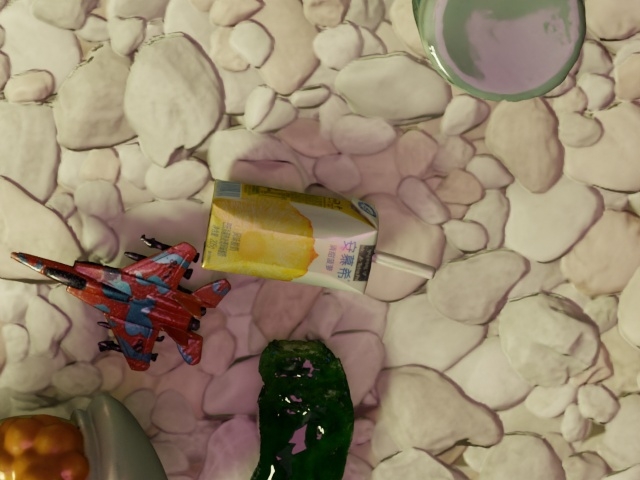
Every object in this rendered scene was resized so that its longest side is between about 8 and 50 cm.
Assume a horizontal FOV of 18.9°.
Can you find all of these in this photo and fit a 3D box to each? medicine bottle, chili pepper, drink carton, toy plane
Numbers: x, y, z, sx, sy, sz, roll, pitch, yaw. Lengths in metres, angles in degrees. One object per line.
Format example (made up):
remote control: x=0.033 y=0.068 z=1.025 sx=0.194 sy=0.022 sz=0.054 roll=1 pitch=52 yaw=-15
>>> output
medicine bottle: x=0.140 y=-0.194 z=1.561 sx=0.135 sy=0.168 sz=0.135 roll=0 pitch=108 yaw=-1
chili pepper: x=-0.021 y=0.198 z=1.749 sx=0.098 sy=0.061 sz=0.224 roll=3 pitch=107 yaw=-9
drink carton: x=0.000 y=0.000 z=1.674 sx=0.200 sy=0.074 sz=0.084 roll=10 pitch=109 yaw=-5
toy plane: x=-0.180 y=0.042 z=1.694 sx=0.189 sy=0.061 sz=0.130 roll=23 pitch=108 yaw=-4

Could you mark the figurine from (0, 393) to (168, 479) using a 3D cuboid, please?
figurine: x=-0.306 y=0.227 z=1.707 sx=0.382 sy=0.205 sz=0.224 roll=8 pitch=113 yaw=17
